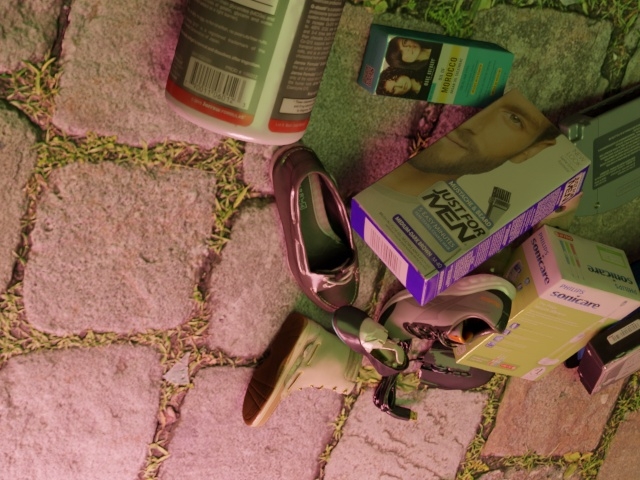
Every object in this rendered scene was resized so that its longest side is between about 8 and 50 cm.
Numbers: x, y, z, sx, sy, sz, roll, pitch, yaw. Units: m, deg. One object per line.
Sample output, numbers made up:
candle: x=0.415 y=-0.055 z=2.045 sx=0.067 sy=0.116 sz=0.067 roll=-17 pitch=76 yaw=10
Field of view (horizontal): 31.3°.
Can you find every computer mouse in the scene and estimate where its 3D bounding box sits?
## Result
computer mouse: x=0.225 y=0.267 z=2.130 sx=0.262 sy=0.060 sz=0.184 roll=10 pitch=109 yaw=-30

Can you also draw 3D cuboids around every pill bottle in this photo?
pill bottle: x=-0.072 y=-0.333 z=1.575 sx=0.210 sy=0.210 sz=0.363 roll=8 pitch=111 yaw=-30

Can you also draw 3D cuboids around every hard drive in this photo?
hard drive: x=0.604 y=0.189 z=2.146 sx=0.237 sy=0.064 sz=0.339 roll=-30 pitch=162 yaw=-1

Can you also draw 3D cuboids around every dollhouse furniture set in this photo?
dollhouse furniture set: x=0.325 y=-0.078 z=1.945 sx=0.183 sy=0.129 sz=0.129 roll=-12 pitch=148 yaw=-9

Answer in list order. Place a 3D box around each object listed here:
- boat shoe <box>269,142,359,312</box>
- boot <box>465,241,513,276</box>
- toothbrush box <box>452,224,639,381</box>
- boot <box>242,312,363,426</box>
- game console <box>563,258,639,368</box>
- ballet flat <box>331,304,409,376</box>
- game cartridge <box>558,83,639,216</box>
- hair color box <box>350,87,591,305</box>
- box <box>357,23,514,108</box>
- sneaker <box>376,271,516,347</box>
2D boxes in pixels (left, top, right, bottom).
boat shoe: x=0.000 y=0.000 z=1.854 sx=0.112 sy=0.095 sz=0.335 roll=-27 pitch=124 yaw=-12
boot: x=0.218 y=0.025 z=1.949 sx=0.219 sy=0.082 sz=0.106 roll=3 pitch=108 yaw=3
toothbrush box: x=0.390 y=0.118 z=2.029 sx=0.206 sy=0.122 sz=0.283 roll=15 pitch=138 yaw=-32
boot: x=-0.028 y=0.245 z=1.979 sx=0.165 sy=0.077 sz=0.213 roll=26 pitch=95 yaw=-36
game console: x=0.624 y=0.133 z=2.204 sx=0.293 sy=0.250 sz=0.173 roll=-23 pitch=97 yaw=-15
ballet flat: x=0.096 y=0.172 z=1.964 sx=0.074 sy=0.074 sz=0.203 roll=-43 pitch=133 yaw=-1
game cartridge: x=0.532 y=-0.161 z=2.032 sx=0.297 sy=0.062 sz=0.198 roll=-24 pitch=127 yaw=-31
hair color box: x=0.236 y=-0.073 z=1.807 sx=0.339 sy=0.185 sz=0.110 roll=-34 pitch=157 yaw=-17
box: x=0.186 y=-0.276 z=1.828 sx=0.244 sy=0.060 sz=0.100 roll=3 pitch=113 yaw=-28
sneaker: x=0.206 y=0.135 z=1.958 sx=0.271 sy=0.108 sz=0.100 roll=-18 pitch=137 yaw=37
